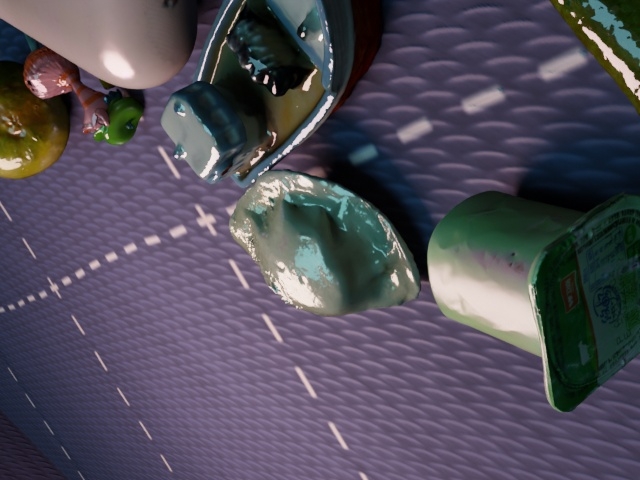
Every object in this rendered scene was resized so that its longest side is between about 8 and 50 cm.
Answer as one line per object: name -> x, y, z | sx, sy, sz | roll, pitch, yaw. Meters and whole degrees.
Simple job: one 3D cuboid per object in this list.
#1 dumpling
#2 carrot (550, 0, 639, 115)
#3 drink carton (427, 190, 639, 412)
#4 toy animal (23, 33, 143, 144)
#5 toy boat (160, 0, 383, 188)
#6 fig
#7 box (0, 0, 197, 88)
dumpling -> -0.004, 0.015, 0.897 | 0.219, 0.108, 0.152 | 12, 156, 18
carrot -> 0.226, -0.110, 0.563 | 0.358, 0.074, 0.074 | 54, 147, 5
drink carton -> 0.174, 0.026, 0.696 | 0.142, 0.144, 0.146 | 22, 136, 53
toy animal -> -0.317, -0.213, 1.133 | 0.208, 0.100, 0.103 | 39, 105, 25
toy boat -> -0.058, -0.154, 0.808 | 0.145, 0.133, 0.332 | 52, 147, 4
fig -> -0.464, -0.168, 1.274 | 0.233, 0.167, 0.167 | -9, 113, 46
box -> -0.270, -0.330, 0.904 | 0.349, 0.141, 0.289 | 33, 142, 28
